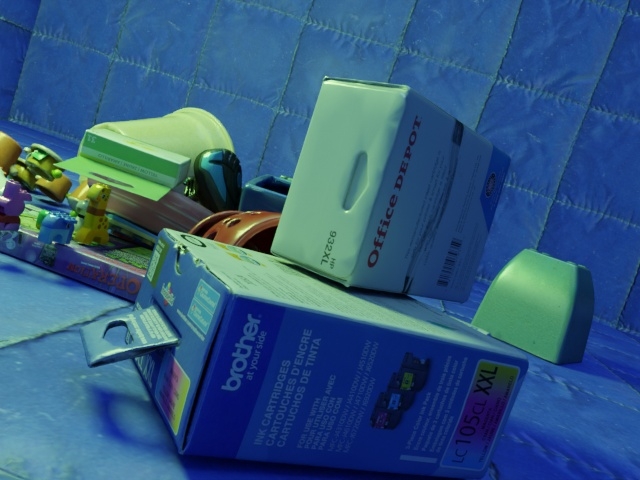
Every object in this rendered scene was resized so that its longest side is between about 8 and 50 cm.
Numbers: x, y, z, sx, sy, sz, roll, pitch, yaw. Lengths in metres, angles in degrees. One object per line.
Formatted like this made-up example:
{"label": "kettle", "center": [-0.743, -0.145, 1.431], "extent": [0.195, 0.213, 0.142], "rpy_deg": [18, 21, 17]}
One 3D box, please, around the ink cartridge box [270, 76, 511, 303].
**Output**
{"label": "ink cartridge box", "center": [0.105, -0.051, 0.822], "extent": [0.129, 0.223, 0.308], "rpy_deg": [19, 3, 37]}

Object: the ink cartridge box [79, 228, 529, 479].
{"label": "ink cartridge box", "center": [-0.034, 0.108, 0.666], "extent": [0.396, 0.151, 0.270], "rpy_deg": [18, 3, -28]}

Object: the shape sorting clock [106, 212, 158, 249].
{"label": "shape sorting clock", "center": [-0.334, 0.000, 1.184], "extent": [0.206, 0.040, 0.206], "rpy_deg": [25, -7, 3]}

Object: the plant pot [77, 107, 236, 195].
{"label": "plant pot", "center": [-0.444, -0.188, 1.670], "extent": [0.334, 0.333, 0.305], "rpy_deg": [21, 18, 29]}

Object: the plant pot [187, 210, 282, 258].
{"label": "plant pot", "center": [-0.096, 0.050, 0.896], "extent": [0.191, 0.191, 0.174], "rpy_deg": [15, 0, -33]}

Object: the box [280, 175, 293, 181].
{"label": "box", "center": [0.030, 0.020, 1.346], "extent": [0.322, 0.232, 0.058], "rpy_deg": [19, 7, 14]}

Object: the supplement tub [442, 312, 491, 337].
{"label": "supplement tub", "center": [0.278, 0.196, 1.274], "extent": [0.107, 0.070, 0.071], "rpy_deg": [21, 6, 33]}

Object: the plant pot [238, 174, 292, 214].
{"label": "plant pot", "center": [-0.043, 0.014, 1.203], "extent": [0.236, 0.212, 0.236], "rpy_deg": [18, 12, 1]}

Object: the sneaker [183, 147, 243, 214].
{"label": "sneaker", "center": [-0.229, -0.093, 1.315], "extent": [0.140, 0.124, 0.341], "rpy_deg": [7, -16, 2]}

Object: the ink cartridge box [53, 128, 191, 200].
{"label": "ink cartridge box", "center": [-0.325, -0.135, 1.082], "extent": [0.171, 0.056, 0.235], "rpy_deg": [19, 9, -6]}

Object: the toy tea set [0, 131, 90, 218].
{"label": "toy tea set", "center": [-0.641, -0.125, 1.416], "extent": [0.336, 0.124, 0.200], "rpy_deg": [18, -25, 28]}

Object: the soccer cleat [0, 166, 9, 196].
{"label": "soccer cleat", "center": [-0.675, -0.119, 1.286], "extent": [0.076, 0.068, 0.196], "rpy_deg": [8, 14, -46]}

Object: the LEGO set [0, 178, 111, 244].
{"label": "LEGO set", "center": [-0.373, -0.049, 0.957], "extent": [0.087, 0.093, 0.227], "rpy_deg": [20, 6, 17]}

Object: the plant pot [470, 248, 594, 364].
{"label": "plant pot", "center": [0.596, 0.164, 1.708], "extent": [0.248, 0.252, 0.247], "rpy_deg": [23, 6, 37]}

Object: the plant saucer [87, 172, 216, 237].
{"label": "plant saucer", "center": [-0.328, -0.048, 1.296], "extent": [0.332, 0.084, 0.332], "rpy_deg": [25, -9, 4]}

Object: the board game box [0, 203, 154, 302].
{"label": "board game box", "center": [-0.390, 0.012, 1.022], "extent": [0.347, 0.056, 0.208], "rpy_deg": [19, 1, 10]}
